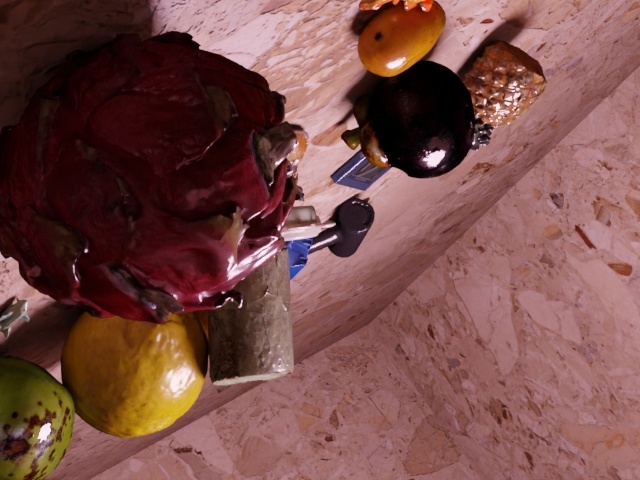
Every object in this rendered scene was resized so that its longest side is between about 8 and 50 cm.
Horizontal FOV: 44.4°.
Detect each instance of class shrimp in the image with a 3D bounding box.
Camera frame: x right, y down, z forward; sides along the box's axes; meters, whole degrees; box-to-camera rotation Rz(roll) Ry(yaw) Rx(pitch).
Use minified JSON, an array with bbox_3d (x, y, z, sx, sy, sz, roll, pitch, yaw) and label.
[{"bbox_3d":[-0.067,-0.123,1.400,0.164,0.062,0.317,-46,166,8],"label":"shrimp"}]

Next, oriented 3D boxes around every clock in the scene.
[{"bbox_3d":[-0.072,-0.031,1.478,0.191,0.062,0.152,-2,-176,41],"label":"clock"}]

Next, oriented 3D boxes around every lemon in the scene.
[{"bbox_3d":[-0.347,0.232,1.456,0.285,0.285,0.316,-16,131,-53],"label":"lemon"}]

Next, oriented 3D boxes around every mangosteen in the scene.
[{"bbox_3d":[0.149,-0.207,1.394,0.250,0.211,0.211,-8,178,24],"label":"mangosteen"}]

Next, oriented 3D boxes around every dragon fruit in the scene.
[{"bbox_3d":[-0.185,-0.061,0.843,0.329,0.329,0.329,-33,166,-10],"label":"dragon fruit"}]

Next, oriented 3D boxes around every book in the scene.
[{"bbox_3d":[0.158,-0.207,1.710,0.269,0.025,0.191,-40,165,16],"label":"book"}]

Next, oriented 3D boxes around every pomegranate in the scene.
[{"bbox_3d":[-0.541,0.318,1.306,0.255,0.270,0.254,-1,147,-1],"label":"pomegranate"}]

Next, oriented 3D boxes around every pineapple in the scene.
[{"bbox_3d":[0.329,-0.266,1.609,0.278,0.158,0.158,-52,160,27],"label":"pineapple"}]

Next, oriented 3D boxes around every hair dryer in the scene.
[{"bbox_3d":[0.000,0.000,1.937,0.251,0.089,0.197,-21,164,-17],"label":"hair dryer"}]

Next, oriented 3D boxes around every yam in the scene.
[{"bbox_3d":[-0.130,0.130,1.429,0.161,0.267,0.161,-3,175,0],"label":"yam"}]

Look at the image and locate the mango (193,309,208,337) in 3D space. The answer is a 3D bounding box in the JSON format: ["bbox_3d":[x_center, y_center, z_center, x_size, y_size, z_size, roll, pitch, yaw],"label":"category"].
[{"bbox_3d":[-0.192,0.104,1.628,0.177,0.120,0.295,-51,-164,24],"label":"mango"}]

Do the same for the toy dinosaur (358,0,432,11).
[{"bbox_3d":[0.178,-0.386,1.106,0.288,0.070,0.117,-30,176,-8],"label":"toy dinosaur"}]

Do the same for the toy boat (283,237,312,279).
[{"bbox_3d":[-0.137,0.085,1.819,0.295,0.088,0.129,-44,-158,40],"label":"toy boat"}]

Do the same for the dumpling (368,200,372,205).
[{"bbox_3d":[0.113,-0.077,1.996,0.059,0.043,0.077,-49,153,-16],"label":"dumpling"}]

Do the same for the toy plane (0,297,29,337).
[{"bbox_3d":[-0.491,0.120,1.246,0.083,0.033,0.080,-49,161,20],"label":"toy plane"}]

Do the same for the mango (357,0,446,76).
[{"bbox_3d":[0.128,-0.311,1.181,0.165,0.089,0.115,-35,167,-14],"label":"mango"}]
